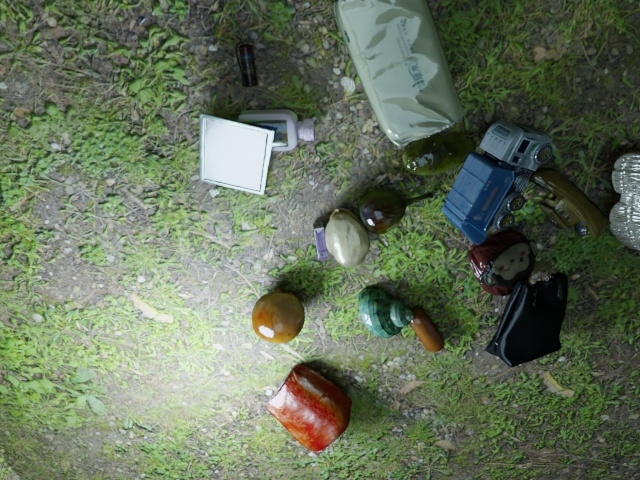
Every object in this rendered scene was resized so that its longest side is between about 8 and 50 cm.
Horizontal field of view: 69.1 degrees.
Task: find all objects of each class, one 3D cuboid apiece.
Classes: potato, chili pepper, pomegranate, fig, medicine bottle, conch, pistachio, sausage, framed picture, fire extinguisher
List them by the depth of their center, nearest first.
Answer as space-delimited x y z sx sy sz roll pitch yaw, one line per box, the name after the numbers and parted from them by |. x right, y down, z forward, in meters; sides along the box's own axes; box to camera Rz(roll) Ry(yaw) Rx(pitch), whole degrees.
-0.206 -0.503 1.306 0.056 0.039 0.132 -8 116 -4 | fire extinguisher
-0.128 -0.324 1.368 0.220 0.078 0.115 -1 123 2 | medicine bottle
0.352 -0.259 1.381 0.226 0.090 0.117 -15 109 2 | potato
-0.256 -0.252 1.387 0.217 0.017 0.274 13 141 -6 | framed picture
0.242 -0.106 1.448 0.246 0.149 0.149 -19 115 -2 | fig
0.090 -0.010 1.498 0.145 0.117 0.200 -1 112 19 | pistachio
-0.144 0.263 1.609 0.192 0.191 0.191 1 117 1 | pomegranate
0.227 0.256 1.629 0.188 0.122 0.175 0 92 -2 | conch
0.381 0.324 1.682 0.076 0.076 0.197 -31 111 16 | sausage
-0.059 0.630 1.792 0.305 0.229 0.251 42 114 -6 | chili pepper

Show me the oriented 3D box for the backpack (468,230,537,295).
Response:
0.599 0.083 1.526 0.230 0.139 0.229 -7 114 -16 | backpack

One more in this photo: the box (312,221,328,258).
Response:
0.000 0.000 1.543 0.036 0.050 0.117 -10 115 -1 | box

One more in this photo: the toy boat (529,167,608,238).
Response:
0.753 -0.108 1.441 0.321 0.089 0.121 36 104 -18 | toy boat

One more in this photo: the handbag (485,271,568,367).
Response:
0.706 0.251 1.556 0.343 0.152 0.287 -4 113 -36 | handbag

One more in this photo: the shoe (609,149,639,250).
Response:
0.996 -0.131 1.370 0.198 0.172 0.350 -31 123 -18 | shoe

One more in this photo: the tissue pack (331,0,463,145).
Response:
0.189 -0.461 1.171 0.207 0.297 0.380 -23 112 10 | tissue pack

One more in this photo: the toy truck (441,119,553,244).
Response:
0.510 -0.169 1.367 0.176 0.146 0.367 10 116 -27 | toy truck
